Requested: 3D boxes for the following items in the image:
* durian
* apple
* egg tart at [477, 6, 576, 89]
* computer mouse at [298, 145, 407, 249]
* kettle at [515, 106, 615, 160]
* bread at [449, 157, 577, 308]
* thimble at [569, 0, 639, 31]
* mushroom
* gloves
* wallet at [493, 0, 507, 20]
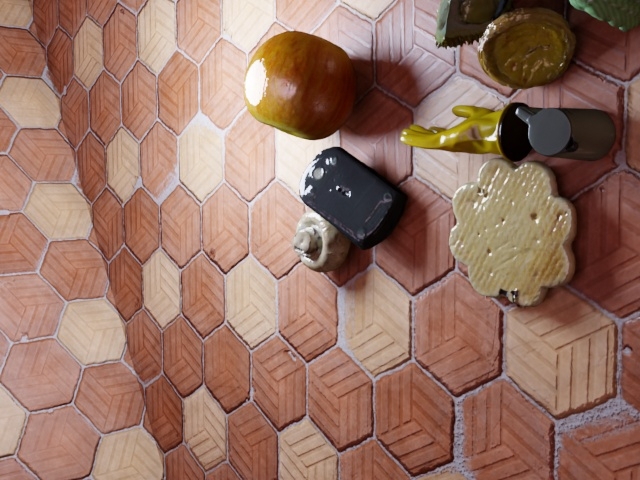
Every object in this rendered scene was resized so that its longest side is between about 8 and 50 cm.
[{"bbox_3d":[0.298,-0.525,1.588,0.172,0.166,0.306,28,104,41],"label":"durian"},{"bbox_3d":[-0.045,-0.371,1.914,0.286,0.286,0.233,21,93,46],"label":"apple"},{"bbox_3d":[0.392,-0.375,1.521,0.191,0.191,0.074,-39,30,43],"label":"egg tart"},{"bbox_3d":[0.077,-0.102,1.904,0.269,0.100,0.170,41,100,28],"label":"computer mouse"},{"bbox_3d":[0.452,-0.206,1.453,0.098,0.148,0.126,-34,68,45],"label":"kettle"},{"bbox_3d":[0.389,-0.017,1.611,0.316,0.054,0.316,7,99,48],"label":"bread"},{"bbox_3d":[0.488,-0.472,1.343,0.219,0.219,0.150,56,130,29],"label":"thimble"},{"bbox_3d":[0.000,0.000,1.996,0.166,0.127,0.166,10,105,42],"label":"mushroom"},{"bbox_3d":[0.287,-0.226,1.646,0.294,0.133,0.116,9,100,48],"label":"gloves"},{"bbox_3d":[0.389,-0.557,1.408,0.041,0.247,0.323,23,98,2],"label":"wallet"}]
